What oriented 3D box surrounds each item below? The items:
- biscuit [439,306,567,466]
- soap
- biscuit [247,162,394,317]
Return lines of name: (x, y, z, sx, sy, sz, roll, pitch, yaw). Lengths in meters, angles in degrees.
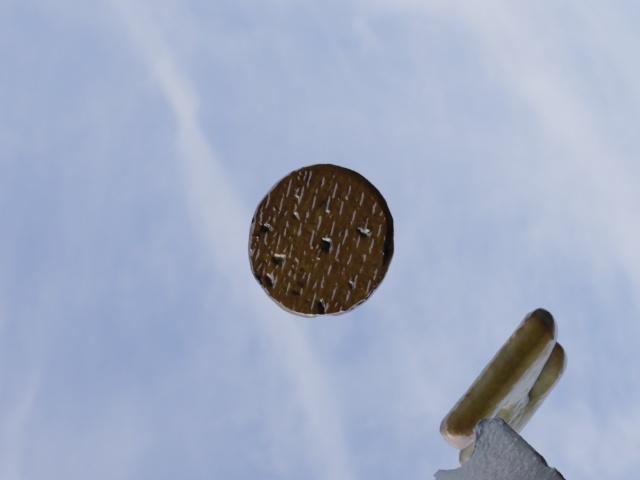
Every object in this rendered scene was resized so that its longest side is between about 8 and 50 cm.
biscuit: (0.331, 0.271, 2.263, 0.062, 0.290, 0.237, 34, 165, 32)
soap: (0.287, 0.388, 1.714, 0.302, 0.159, 0.258, 45, 179, 9)
biscuit: (0.000, 0.000, 1.734, 0.212, 0.212, 0.036, 54, -170, 12)
